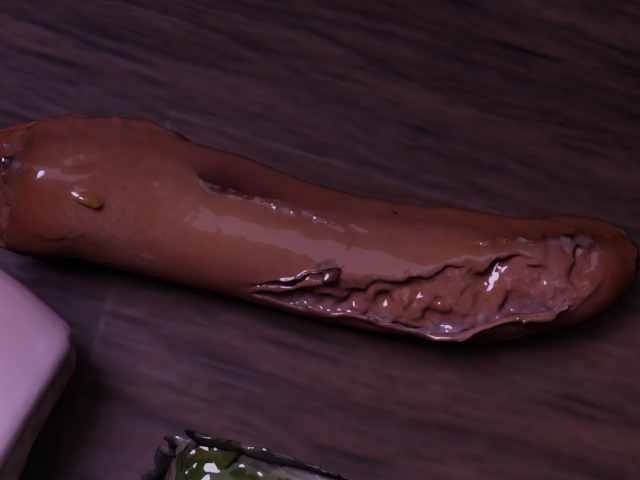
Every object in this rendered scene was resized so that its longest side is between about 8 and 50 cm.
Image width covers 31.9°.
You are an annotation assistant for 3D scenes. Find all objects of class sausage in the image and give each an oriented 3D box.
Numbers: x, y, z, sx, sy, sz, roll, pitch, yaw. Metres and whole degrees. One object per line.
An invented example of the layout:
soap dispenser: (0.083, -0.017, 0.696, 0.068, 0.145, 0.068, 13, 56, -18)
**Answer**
sausage: (0.000, 0.000, 0.501, 0.304, 0.078, 0.078, 12, 68, -10)

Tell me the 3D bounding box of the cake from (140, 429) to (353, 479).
cake: (-0.004, 0.227, 0.370, 0.172, 0.158, 0.284, 13, 69, -8)

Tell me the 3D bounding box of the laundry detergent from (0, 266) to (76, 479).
laundry detergent: (-0.270, 0.019, 0.429, 0.335, 0.088, 0.159, 27, 66, 0)
